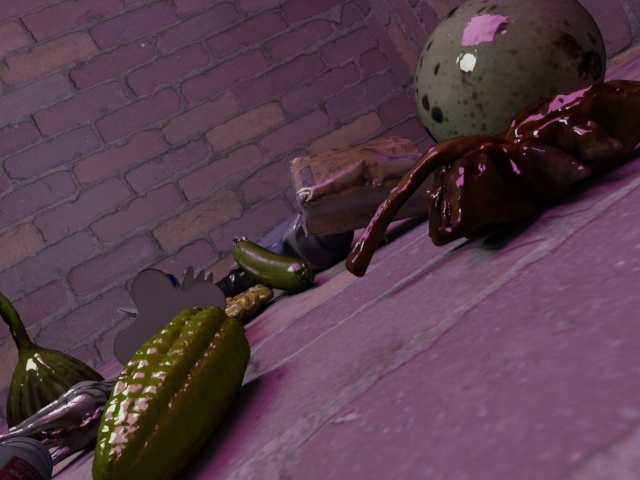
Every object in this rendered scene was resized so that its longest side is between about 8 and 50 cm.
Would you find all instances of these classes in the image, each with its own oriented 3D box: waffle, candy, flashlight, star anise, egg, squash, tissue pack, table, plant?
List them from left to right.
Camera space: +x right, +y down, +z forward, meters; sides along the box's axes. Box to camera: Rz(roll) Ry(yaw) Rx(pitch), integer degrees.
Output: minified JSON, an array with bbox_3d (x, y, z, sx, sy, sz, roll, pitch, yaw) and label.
[{"bbox_3d":[-0.560,0.234,0.862,0.250,0.334,0.180,-12,29,40],"label":"plant"},{"bbox_3d":[-0.118,0.125,0.376,0.096,0.097,0.209,-30,9,9],"label":"candy"},{"bbox_3d":[-0.208,0.125,0.728,0.166,0.167,0.198,-31,-5,-5],"label":"table"},{"bbox_3d":[-0.305,0.176,1.306,0.423,0.103,0.103,-31,3,15],"label":"flashlight"},{"bbox_3d":[-0.222,0.171,0.956,0.261,0.056,0.250,-28,2,-30],"label":"waffle"},{"bbox_3d":[-0.100,0.055,0.942,0.071,0.080,0.318,-51,34,-16],"label":"squash"},{"bbox_3d":[0.075,-0.113,0.893,0.256,0.123,0.215,-11,29,-3],"label":"tissue pack"},{"bbox_3d":[0.194,-0.080,0.503,0.349,0.109,0.292,-30,-2,24],"label":"star anise"},{"bbox_3d":[0.304,-0.264,0.777,0.287,0.288,0.379,-30,19,10],"label":"egg"}]

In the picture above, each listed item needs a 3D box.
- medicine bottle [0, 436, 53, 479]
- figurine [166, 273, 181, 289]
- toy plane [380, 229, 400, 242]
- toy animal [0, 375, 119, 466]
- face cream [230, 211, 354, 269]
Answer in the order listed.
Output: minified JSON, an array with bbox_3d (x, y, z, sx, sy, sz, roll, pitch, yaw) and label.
[{"bbox_3d":[-0.254,0.205,0.353,0.090,0.091,0.216,-32,2,-25],"label":"medicine bottle"},{"bbox_3d":[-0.425,0.174,1.420,0.193,0.133,0.274,-23,-20,-30],"label":"figurine"},{"bbox_3d":[0.103,-0.005,0.852,0.080,0.033,0.083,-20,-2,-25],"label":"toy plane"},{"bbox_3d":[-0.356,0.252,0.665,0.169,0.090,0.255,-28,5,-7],"label":"toy animal"},{"bbox_3d":[-0.063,-0.008,1.118,0.235,0.137,0.420,-43,16,-24],"label":"face cream"}]
